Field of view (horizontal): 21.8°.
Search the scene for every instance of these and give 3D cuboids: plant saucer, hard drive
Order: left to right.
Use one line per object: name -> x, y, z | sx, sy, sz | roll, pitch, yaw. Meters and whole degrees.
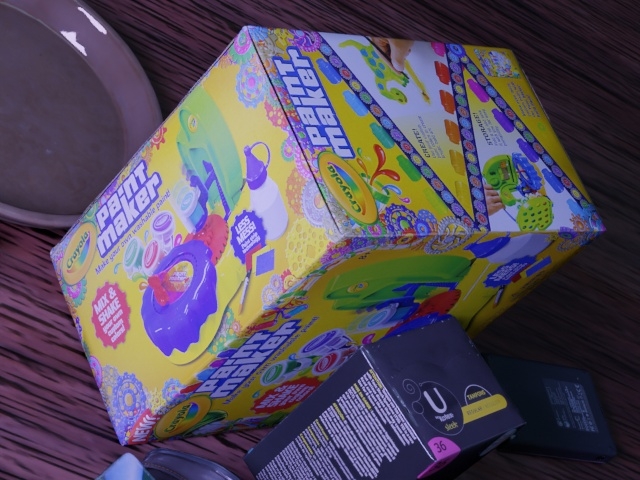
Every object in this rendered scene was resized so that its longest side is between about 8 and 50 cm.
plant saucer -> -0.253, -0.118, 1.335 | 0.278, 0.041, 0.278 | 25, 42, -24
hard drive -> 0.205, 0.154, 1.522 | 0.135, 0.022, 0.094 | 12, 49, -35

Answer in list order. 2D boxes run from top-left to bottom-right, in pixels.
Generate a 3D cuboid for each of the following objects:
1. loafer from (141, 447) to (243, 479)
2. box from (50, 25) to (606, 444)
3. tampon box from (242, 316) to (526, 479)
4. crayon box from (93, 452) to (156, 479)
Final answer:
loafer -> -0.068, 0.210, 1.177 | 0.170, 0.062, 0.061 | 32, 44, 16
box -> 0.000, 0.000, 1.258 | 0.279, 0.290, 0.177 | -1, 58, -42
tampon box -> 0.046, 0.149, 1.238 | 0.120, 0.161, 0.101 | -14, 66, -49
crayon box -> -0.088, 0.319, 1.061 | 0.323, 0.083, 0.203 | 47, 38, 1
